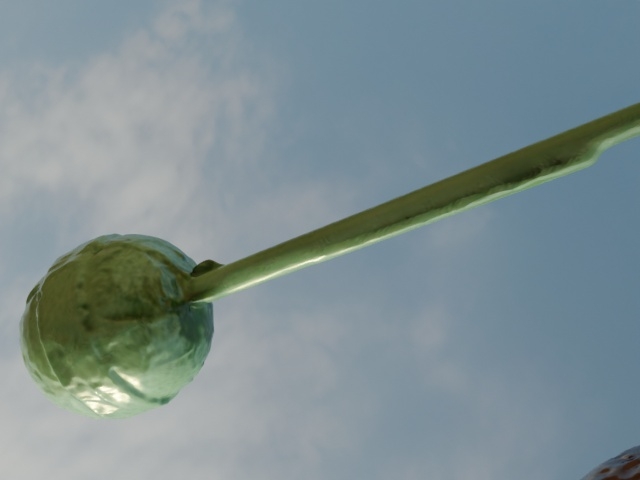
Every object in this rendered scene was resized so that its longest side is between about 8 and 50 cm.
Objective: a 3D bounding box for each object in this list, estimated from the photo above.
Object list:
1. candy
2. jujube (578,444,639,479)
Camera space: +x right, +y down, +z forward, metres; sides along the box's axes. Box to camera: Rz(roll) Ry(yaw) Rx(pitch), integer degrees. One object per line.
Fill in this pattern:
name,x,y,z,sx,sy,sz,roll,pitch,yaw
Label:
candy,0.000,0.000,0.573,0.440,0.119,0.119,-23,-129,23
jujube,0.243,0.234,0.668,0.243,0.183,0.183,-21,-145,-33
